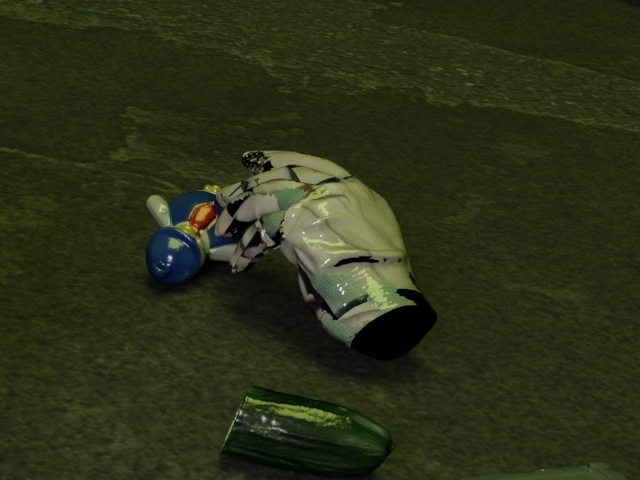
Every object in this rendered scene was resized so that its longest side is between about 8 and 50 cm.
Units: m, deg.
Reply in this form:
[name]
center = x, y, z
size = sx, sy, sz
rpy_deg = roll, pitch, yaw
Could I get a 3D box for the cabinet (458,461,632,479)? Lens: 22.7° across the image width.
[cabinet]
center = 0.063, 0.198, 0.662
size = 0.206, 0.150, 0.145
rpy_deg = -1, 19, -28

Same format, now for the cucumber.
[cucumber]
center = -0.007, 0.120, 0.979
size = 0.105, 0.048, 0.048
rpy_deg = 12, 21, -3

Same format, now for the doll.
[doll]
center = -0.100, -0.002, 1.246
size = 0.098, 0.058, 0.143
rpy_deg = 29, 29, 7

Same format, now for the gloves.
[gloves]
center = 0.002, -0.006, 1.186
size = 0.127, 0.111, 0.212
rpy_deg = -7, 52, -37
